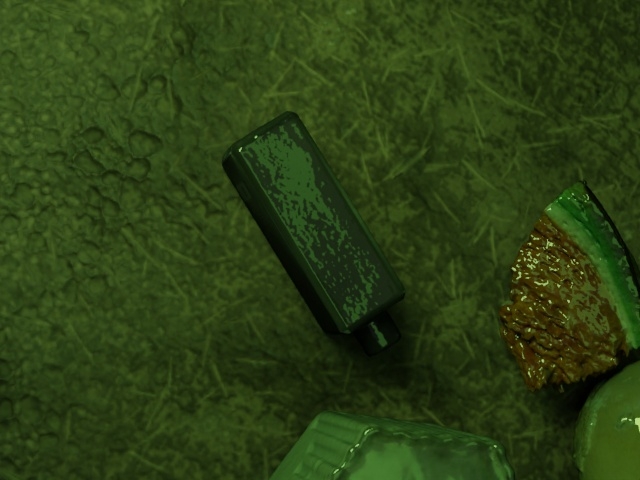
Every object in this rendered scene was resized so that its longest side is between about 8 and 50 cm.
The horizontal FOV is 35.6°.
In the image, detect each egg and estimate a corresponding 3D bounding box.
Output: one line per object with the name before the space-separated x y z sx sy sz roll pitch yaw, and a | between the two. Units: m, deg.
egg | 0.333 0.216 0.991 0.164 0.164 0.201 9 86 -12

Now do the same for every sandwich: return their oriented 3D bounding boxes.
sandwich | 0.248 0.048 1.023 0.160 0.109 0.185 -28 93 5

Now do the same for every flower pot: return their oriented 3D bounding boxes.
flower pot | 0.063 0.269 0.901 0.209 0.189 0.239 41 76 -6

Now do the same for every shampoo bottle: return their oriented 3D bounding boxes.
shampoo bottle | 0.000 0.000 0.972 0.079 0.080 0.246 -32 92 -14
